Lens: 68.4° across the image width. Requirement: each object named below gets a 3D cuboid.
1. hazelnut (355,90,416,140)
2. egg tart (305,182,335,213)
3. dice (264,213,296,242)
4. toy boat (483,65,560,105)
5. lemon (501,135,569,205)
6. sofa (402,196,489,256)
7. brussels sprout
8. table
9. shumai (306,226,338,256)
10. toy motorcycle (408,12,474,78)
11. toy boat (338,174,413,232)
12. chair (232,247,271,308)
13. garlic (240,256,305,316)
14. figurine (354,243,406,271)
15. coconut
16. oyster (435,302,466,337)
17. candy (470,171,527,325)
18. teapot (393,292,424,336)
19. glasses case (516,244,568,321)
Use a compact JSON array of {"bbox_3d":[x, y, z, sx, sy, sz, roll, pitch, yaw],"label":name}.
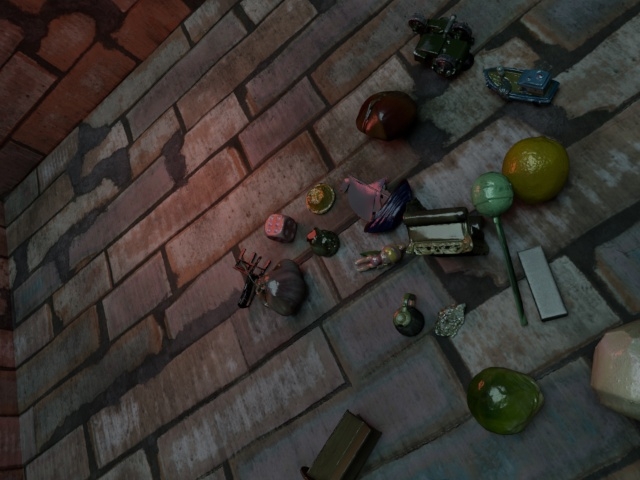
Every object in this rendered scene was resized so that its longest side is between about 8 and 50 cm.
[{"bbox_3d":[0.232,-0.450,1.674,0.212,0.181,0.181,34,111,45],"label":"hazelnut"},{"bbox_3d":[-0.006,-0.165,1.789,0.128,0.049,0.129,-10,68,26],"label":"egg tart"},{"bbox_3d":[-0.154,-0.046,1.807,0.094,0.091,0.093,2,74,31],"label":"dice"},{"bbox_3d":[0.629,-0.507,1.504,0.238,0.098,0.109,29,86,36],"label":"toy boat"},{"bbox_3d":[0.614,-0.199,1.353,0.178,0.178,0.203,20,114,35],"label":"lemon"},{"bbox_3d":[0.376,-0.045,1.393,0.200,0.258,0.182,-2,85,31],"label":"sofa"},{"bbox_3d":[0.477,0.411,1.232,0.180,0.144,0.161,-28,37,-6],"label":"brussels sprout"},{"bbox_3d":[0.071,0.633,1.399,0.167,0.167,0.227,28,79,35],"label":"table"},{"bbox_3d":[0.000,-0.001,1.702,0.123,0.087,0.099,11,77,32],"label":"shumai"},{"bbox_3d":[0.422,-0.699,1.691,0.275,0.127,0.205,25,87,28],"label":"toy motorcycle"},{"bbox_3d":[0.172,-0.132,1.662,0.318,0.072,0.219,9,74,36],"label":"toy boat"},{"bbox_3d":[-0.290,0.149,1.826,0.101,0.084,0.213,24,86,32],"label":"chair"},{"bbox_3d":[-0.184,0.158,1.701,0.256,0.207,0.207,26,86,-2],"label":"garlic"},{"bbox_3d":[0.199,0.056,1.582,0.187,0.083,0.083,-28,60,34],"label":"figurine"},{"bbox_3d":[0.740,0.291,1.078,0.224,0.224,0.234,11,91,33],"label":"coconut"},{"bbox_3d":[0.389,0.238,1.410,0.098,0.037,0.100,-8,69,29],"label":"oyster"},{"bbox_3d":[0.517,0.023,1.322,0.119,0.119,0.440,-13,87,26],"label":"candy"},{"bbox_3d":[0.261,0.231,1.457,0.092,0.091,0.124,-23,62,20],"label":"teapot"},{"bbox_3d":[0.616,0.119,1.313,0.070,0.047,0.205,-19,63,19],"label":"glasses case"}]
